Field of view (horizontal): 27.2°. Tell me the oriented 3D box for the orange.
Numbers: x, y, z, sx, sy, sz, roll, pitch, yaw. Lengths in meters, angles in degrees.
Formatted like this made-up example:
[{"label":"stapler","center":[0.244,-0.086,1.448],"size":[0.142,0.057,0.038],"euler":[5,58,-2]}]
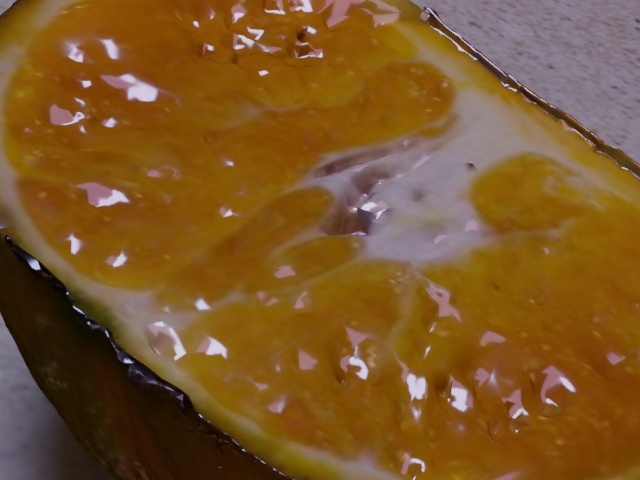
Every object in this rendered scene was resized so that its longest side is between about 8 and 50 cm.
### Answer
[{"label":"orange","center":[0.001,-0.001,0.529],"size":[0.274,0.274,0.310],"euler":[-35,92,-46]}]
